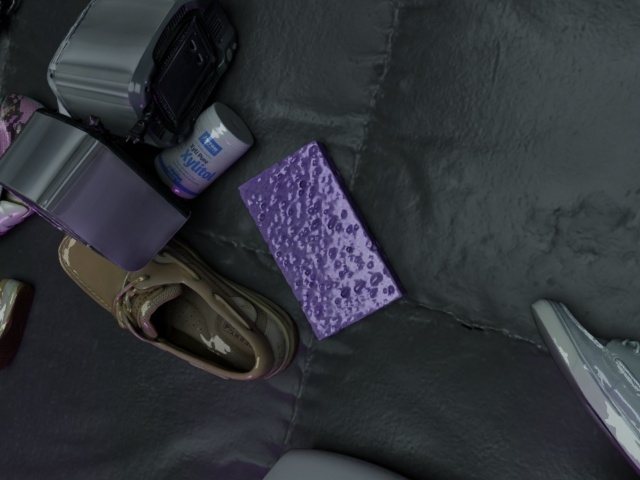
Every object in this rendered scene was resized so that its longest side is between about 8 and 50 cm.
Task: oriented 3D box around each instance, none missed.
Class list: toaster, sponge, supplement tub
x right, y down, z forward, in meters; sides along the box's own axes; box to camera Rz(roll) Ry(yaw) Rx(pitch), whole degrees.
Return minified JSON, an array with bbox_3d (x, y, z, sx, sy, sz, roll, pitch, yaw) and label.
[{"bbox_3d":[-0.265,-0.062,1.043,0.168,0.186,0.110,23,73,45],"label":"toaster"},{"bbox_3d":[0.000,0.000,1.083,0.117,0.031,0.210,-31,82,20],"label":"sponge"},{"bbox_3d":[-0.209,-0.202,1.065,0.146,0.129,0.227,12,63,25],"label":"toaster"},{"bbox_3d":[-0.141,-0.107,1.107,0.107,0.071,0.071,-40,80,20],"label":"supplement tub"}]

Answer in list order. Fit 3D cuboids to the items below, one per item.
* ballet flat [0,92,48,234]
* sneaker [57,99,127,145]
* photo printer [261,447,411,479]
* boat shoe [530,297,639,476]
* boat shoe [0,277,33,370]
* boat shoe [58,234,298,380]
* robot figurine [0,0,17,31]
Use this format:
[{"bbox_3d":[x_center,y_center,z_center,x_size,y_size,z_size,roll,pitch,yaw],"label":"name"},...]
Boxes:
[{"bbox_3d":[-0.406,-0.081,1.215,0.079,0.077,0.222,18,100,-1],"label":"ballet flat"},{"bbox_3d":[-0.280,-0.159,1.162,0.094,0.080,0.212,9,104,8],"label":"sneaker"},{"bbox_3d":[0.009,0.358,0.967,0.256,0.307,0.107,18,128,25],"label":"photo printer"},{"bbox_3d":[0.309,0.145,0.961,0.081,0.079,0.228,-34,80,0],"label":"boat shoe"},{"bbox_3d":[-0.432,0.115,1.249,0.045,0.050,0.135,24,92,21],"label":"boat shoe"},{"bbox_3d":[-0.191,0.065,1.117,0.341,0.110,0.122,23,102,17],"label":"boat shoe"},{"bbox_3d":[-0.480,-0.385,1.206,0.211,0.085,0.291,34,105,16],"label":"robot figurine"}]
